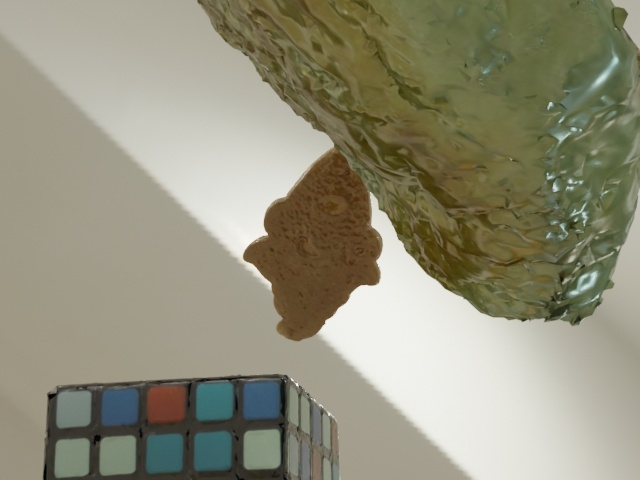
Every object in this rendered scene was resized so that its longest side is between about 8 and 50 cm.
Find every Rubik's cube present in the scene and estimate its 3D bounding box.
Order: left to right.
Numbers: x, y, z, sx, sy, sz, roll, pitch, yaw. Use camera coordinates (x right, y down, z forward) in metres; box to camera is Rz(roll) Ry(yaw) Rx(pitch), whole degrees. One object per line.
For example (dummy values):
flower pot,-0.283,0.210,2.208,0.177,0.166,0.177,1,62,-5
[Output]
Rubik's cube,-0.089,0.206,1.153,0.187,0.182,0.184,-4,-17,9

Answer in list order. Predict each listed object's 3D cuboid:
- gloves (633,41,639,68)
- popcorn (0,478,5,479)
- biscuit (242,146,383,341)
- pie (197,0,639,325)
gloves,0.196,-0.110,1.396,0.203,0.155,0.356,-32,-32,24
popcorn,-0.290,0.190,1.109,0.145,0.126,0.125,26,-7,-30
biscuit,0.000,0.000,1.833,0.162,0.250,0.035,18,18,-2
pie,0.018,-0.158,0.737,0.180,0.418,0.395,-34,-14,-3
